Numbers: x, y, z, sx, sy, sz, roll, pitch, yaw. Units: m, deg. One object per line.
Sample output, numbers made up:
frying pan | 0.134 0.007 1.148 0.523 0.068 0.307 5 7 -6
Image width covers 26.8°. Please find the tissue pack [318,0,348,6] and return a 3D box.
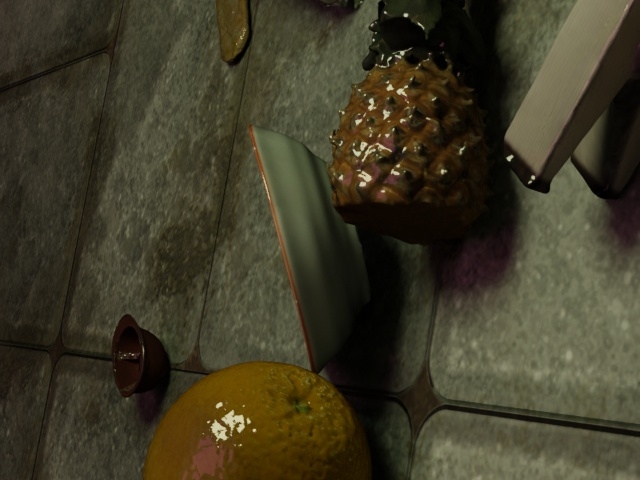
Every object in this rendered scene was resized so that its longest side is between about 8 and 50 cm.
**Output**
tissue pack | 0.002 -0.462 1.551 0.242 0.125 0.344 43 115 57

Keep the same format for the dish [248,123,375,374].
dish | 0.000 0.000 1.345 0.260 0.085 0.260 165 90 -89

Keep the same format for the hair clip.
hair clip | 0.256 -0.182 1.021 0.331 0.101 0.085 -63 28 25

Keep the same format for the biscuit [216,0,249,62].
biscuit | -0.117 -0.301 1.794 0.071 0.018 0.147 -42 45 43

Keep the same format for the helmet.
helmet | -0.228 0.152 1.756 0.089 0.057 0.111 -52 42 40

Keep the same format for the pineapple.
pineapple | 0.094 -0.185 1.251 0.165 0.165 0.365 -15 64 57

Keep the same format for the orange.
orange | -0.061 0.227 1.281 0.236 0.236 0.236 -31 53 51
